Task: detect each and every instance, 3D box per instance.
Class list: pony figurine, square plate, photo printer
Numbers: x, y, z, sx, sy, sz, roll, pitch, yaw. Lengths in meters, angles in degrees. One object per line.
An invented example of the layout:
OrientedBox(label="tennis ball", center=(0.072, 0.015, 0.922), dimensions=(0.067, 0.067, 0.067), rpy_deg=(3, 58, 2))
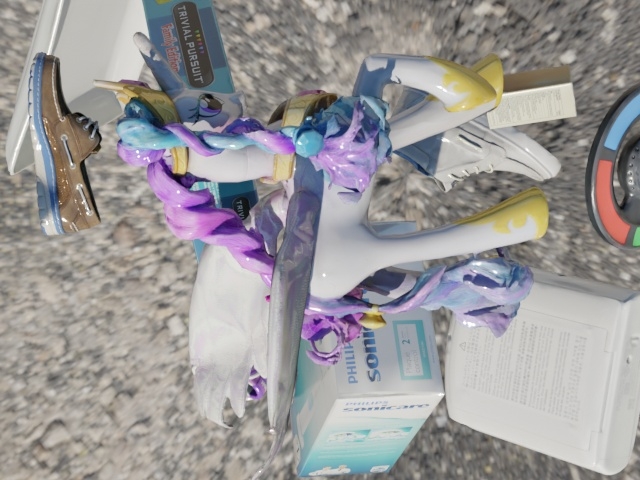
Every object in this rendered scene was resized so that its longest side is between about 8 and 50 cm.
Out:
OrientedBox(label="pony figurine", center=(0.000, 0.000, 1.088), dimensions=(0.364, 0.303, 0.350), rpy_deg=(-4, 94, -18))
OrientedBox(label="square plate", center=(-0.306, -0.289, 1.770), dimensions=(0.049, 0.344, 0.347), rpy_deg=(27, 116, 8))
OrientedBox(label="photo printer", center=(0.309, 0.169, 1.854), dimensions=(0.308, 0.107, 0.256), rpy_deg=(12, 97, 45))

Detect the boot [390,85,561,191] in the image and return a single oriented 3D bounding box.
OrientedBox(label="boot", center=(0.208, -0.119, 1.847), dimensions=(0.258, 0.095, 0.123), rpy_deg=(28, 85, -11))

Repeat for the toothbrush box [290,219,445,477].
OrientedBox(label="toothbrush box", center=(0.040, 0.135, 1.549), dimensions=(0.126, 0.295, 0.216), rpy_deg=(-2, 63, -10))

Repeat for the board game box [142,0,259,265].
OrientedBox(label="board game box", center=(-0.128, -0.122, 1.453), dimensions=(0.079, 0.336, 0.253), rpy_deg=(-12, 137, -5))

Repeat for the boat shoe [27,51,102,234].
OrientedBox(label="boat shoe", center=(-0.253, -0.098, 1.308), dimensions=(0.066, 0.066, 0.183), rpy_deg=(-4, 103, -4))

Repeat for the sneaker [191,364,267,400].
OrientedBox(label="sneaker", center=(-0.040, 0.155, 1.796), dimensions=(0.282, 0.161, 0.102), rpy_deg=(-1, 137, 2))

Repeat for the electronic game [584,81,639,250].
OrientedBox(label="electronic game", center=(0.426, -0.098, 1.703), dimensions=(0.229, 0.048, 0.229), rpy_deg=(-14, 114, -36))

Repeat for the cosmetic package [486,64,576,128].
OrientedBox(label="cosmetic package", center=(0.271, -0.186, 1.691), dimensions=(0.115, 0.041, 0.060), rpy_deg=(-7, 135, 11))
